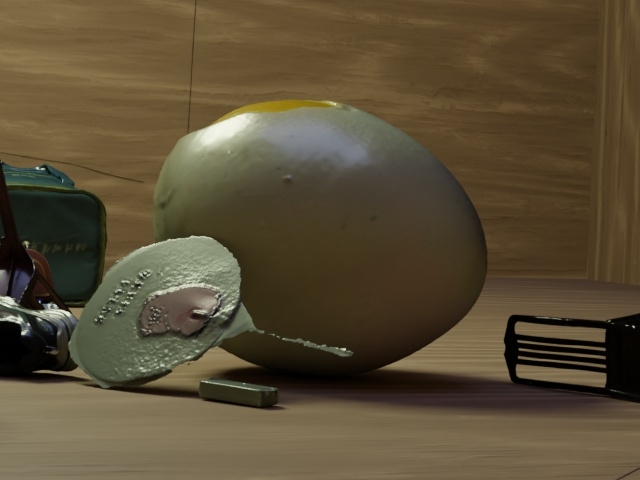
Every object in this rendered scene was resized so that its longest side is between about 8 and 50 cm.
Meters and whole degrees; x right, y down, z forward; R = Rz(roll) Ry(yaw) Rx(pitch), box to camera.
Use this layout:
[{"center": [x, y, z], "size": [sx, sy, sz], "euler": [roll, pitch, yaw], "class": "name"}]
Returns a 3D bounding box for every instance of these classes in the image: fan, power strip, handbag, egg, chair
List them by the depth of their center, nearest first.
[{"center": [-0.073, 0.132, 1.381], "size": [0.083, 0.017, 0.027], "euler": [4, 1, 36], "class": "power strip"}, {"center": [-0.097, 0.072, 1.434], "size": [0.310, 0.182, 0.010], "euler": [9, -34, 35], "class": "fan"}, {"center": [0.292, 0.113, 1.582], "size": [0.101, 0.084, 0.212], "euler": [-3, 4, -39], "class": "chair"}, {"center": [0.000, 0.000, 1.618], "size": [0.345, 0.283, 0.283], "euler": [12, 5, 22], "class": "egg"}, {"center": [-0.386, 0.065, 1.735], "size": [0.175, 0.183, 0.326], "euler": [2, -43, 17], "class": "chair"}, {"center": [-0.482, -0.010, 2.508], "size": [0.263, 0.222, 0.241], "euler": [4, 5, -24], "class": "handbag"}]

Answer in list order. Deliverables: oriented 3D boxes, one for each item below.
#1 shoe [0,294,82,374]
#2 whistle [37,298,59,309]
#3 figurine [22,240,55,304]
[{"center": [-0.317, 0.096, 1.523], "size": [0.169, 0.071, 0.099], "euler": [5, 7, 30], "class": "shoe"}, {"center": [-0.396, 0.096, 2.166], "size": [0.083, 0.029, 0.033], "euler": [-3, 39, -7], "class": "whistle"}, {"center": [-0.432, 0.050, 2.246], "size": [0.082, 0.098, 0.154], "euler": [-1, -9, -21], "class": "figurine"}]
